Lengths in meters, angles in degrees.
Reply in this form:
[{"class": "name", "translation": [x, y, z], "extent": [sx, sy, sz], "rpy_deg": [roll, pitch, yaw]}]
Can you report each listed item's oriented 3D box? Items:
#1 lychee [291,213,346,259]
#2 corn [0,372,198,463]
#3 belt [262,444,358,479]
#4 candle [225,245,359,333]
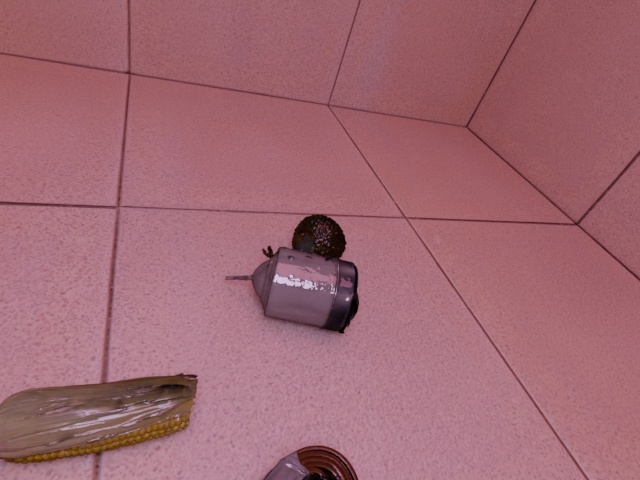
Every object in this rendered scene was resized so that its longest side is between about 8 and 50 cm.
[{"class": "lychee", "translation": [0.000, 0.000, 1.190], "extent": [0.172, 0.171, 0.171], "rpy_deg": [12, 38, -10]}, {"class": "corn", "translation": [-0.369, 0.292, 0.685], "extent": [0.306, 0.123, 0.122], "rpy_deg": [-1, 41, -26]}, {"class": "belt", "translation": [-0.038, 0.467, 0.639], "extent": [0.184, 0.105, 0.261], "rpy_deg": [25, 41, 2]}, {"class": "candle", "translation": [-0.074, 0.111, 0.995], "extent": [0.331, 0.187, 0.187], "rpy_deg": [13, 38, -6]}]
